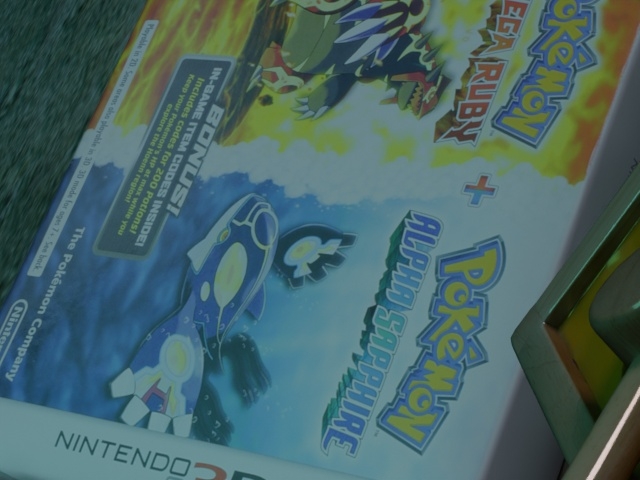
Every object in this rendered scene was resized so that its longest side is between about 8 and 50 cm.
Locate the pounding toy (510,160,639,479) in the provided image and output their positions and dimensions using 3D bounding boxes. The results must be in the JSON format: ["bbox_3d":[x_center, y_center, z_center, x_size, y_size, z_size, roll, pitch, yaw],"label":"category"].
[{"bbox_3d":[0.087,0.025,0.360,0.141,0.100,0.130,-55,19,16],"label":"pounding toy"}]

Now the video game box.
[{"bbox_3d":[0.000,0.000,0.574,0.187,0.048,0.205,8,66,32],"label":"video game box"}]
